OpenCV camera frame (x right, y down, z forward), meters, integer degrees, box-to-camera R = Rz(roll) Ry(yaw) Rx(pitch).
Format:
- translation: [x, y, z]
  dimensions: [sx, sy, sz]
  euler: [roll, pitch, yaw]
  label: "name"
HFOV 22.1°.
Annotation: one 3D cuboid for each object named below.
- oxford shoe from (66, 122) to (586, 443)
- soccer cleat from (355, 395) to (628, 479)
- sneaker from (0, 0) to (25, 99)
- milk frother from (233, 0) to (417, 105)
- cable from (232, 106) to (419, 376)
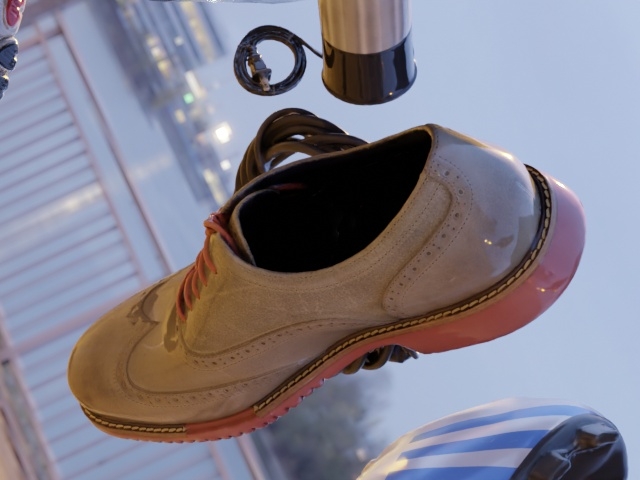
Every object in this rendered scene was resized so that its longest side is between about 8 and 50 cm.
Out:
- translation: [-0.032, 0.015, 0.904]
  dimensions: [0.130, 0.348, 0.123]
  euler: [35, 43, -38]
  label: "oxford shoe"
- translation: [0.053, 0.195, 1.055]
  dimensions: [0.143, 0.331, 0.116]
  euler: [11, -62, 53]
  label: "soccer cleat"
- translation: [-0.236, -0.146, 1.070]
  dimensions: [0.068, 0.071, 0.170]
  euler: [46, 55, -55]
  label: "sneaker"
- translation: [0.001, -0.188, 1.371]
  dimensions: [0.129, 0.143, 0.135]
  euler: [47, -25, 38]
  label: "milk frother"
- translation: [0.000, 0.000, 1.083]
  dimensions: [0.150, 0.047, 0.184]
  euler: [-3, -71, 52]
  label: "cable"
